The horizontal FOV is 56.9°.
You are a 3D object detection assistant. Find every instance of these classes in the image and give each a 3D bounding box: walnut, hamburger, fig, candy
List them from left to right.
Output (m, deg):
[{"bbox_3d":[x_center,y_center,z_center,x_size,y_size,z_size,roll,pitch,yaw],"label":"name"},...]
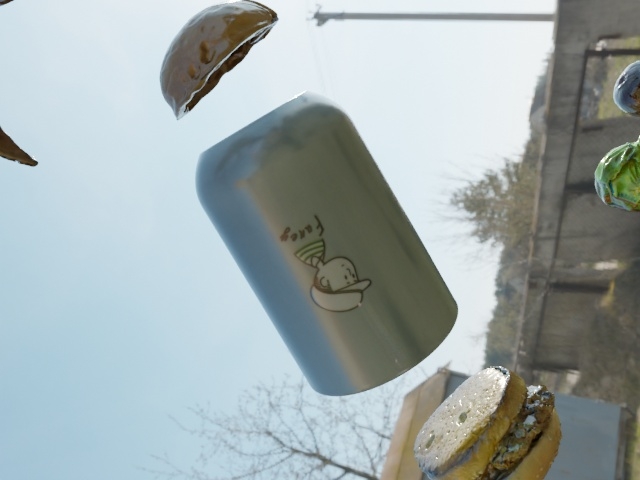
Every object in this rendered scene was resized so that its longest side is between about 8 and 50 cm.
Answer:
[{"bbox_3d":[-0.161,-0.273,0.841,0.211,0.087,0.167,-42,15,10],"label":"walnut"},{"bbox_3d":[0.219,0.248,0.743,0.191,0.118,0.182,-52,1,21],"label":"hamburger"},{"bbox_3d":[0.643,-0.281,1.125,0.103,0.155,0.109,-74,4,-64],"label":"fig"},{"bbox_3d":[0.385,-0.154,0.657,0.073,0.077,0.261,-67,-9,-67],"label":"candy"}]

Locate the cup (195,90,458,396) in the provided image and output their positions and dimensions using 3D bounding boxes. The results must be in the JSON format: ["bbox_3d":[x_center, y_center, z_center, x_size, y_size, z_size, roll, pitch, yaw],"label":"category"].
[{"bbox_3d":[0.000,0.000,0.690,0.312,0.206,0.205,59,-146,-13],"label":"cup"}]

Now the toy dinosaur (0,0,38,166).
[{"bbox_3d":[-0.261,-0.224,0.494,0.327,0.113,0.206,-52,-4,10],"label":"toy dinosaur"}]
